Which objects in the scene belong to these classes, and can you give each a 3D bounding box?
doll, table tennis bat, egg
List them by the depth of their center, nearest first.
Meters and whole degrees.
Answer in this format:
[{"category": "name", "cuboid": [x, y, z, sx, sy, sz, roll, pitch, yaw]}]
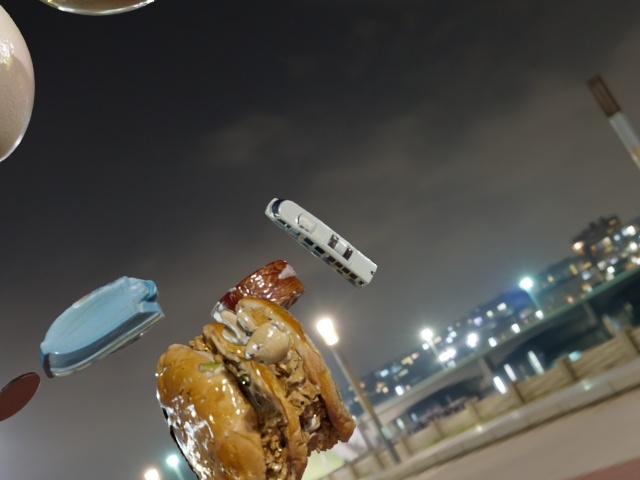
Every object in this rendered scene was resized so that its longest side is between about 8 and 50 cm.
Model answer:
[{"category": "doll", "cuboid": [-0.071, 0.106, 1.055, 0.051, 0.062, 0.093, -19, 28, -22]}, {"category": "table tennis bat", "cuboid": [-0.510, 0.259, 1.542, 0.095, 0.014, 0.158, -59, -16, 23]}, {"category": "egg", "cuboid": [-0.736, -0.292, 1.911, 0.354, 0.340, 0.355, -26, -27, -15]}]

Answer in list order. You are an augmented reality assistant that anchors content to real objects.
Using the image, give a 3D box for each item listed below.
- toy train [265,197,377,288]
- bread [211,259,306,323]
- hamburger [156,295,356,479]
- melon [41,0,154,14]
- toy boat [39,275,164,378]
[{"category": "toy train", "cuboid": [0.000, 0.000, 1.573, 0.047, 0.207, 0.043, -40, 16, 52]}, {"category": "bread", "cuboid": [-0.103, 0.102, 1.575, 0.160, 0.073, 0.160, -39, -8, -6]}, {"category": "hamburger", "cuboid": [-0.080, 0.212, 1.218, 0.211, 0.261, 0.245, -29, -3, -19]}, {"category": "melon", "cuboid": [-0.337, -0.487, 1.487, 0.330, 0.269, 0.268, -23, -10, 5]}, {"category": "toy boat", "cuboid": [-0.318, 0.140, 1.420, 0.215, 0.088, 0.102, -32, -37, 0]}]
